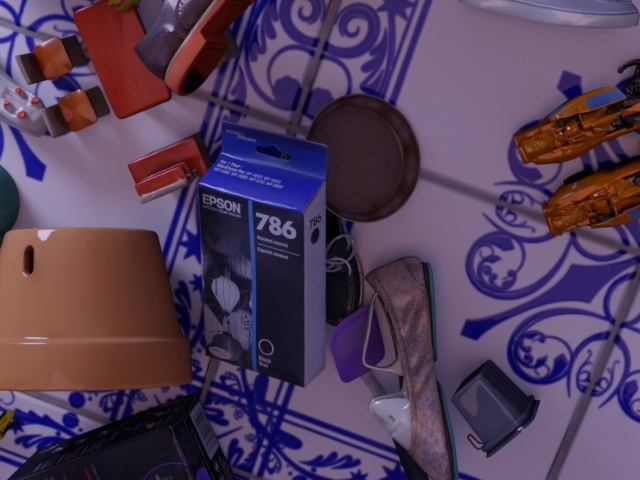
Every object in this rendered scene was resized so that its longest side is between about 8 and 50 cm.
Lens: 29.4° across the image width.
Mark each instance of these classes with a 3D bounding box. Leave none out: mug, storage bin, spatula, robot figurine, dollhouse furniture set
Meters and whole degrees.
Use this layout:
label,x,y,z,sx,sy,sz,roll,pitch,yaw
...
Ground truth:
label,x,y,z,sx,sy,sz,roll,pitch,yaw
mug,-0.479,-0.041,1.672,0.157,0.097,0.129,26,105,1
storage bin,0.225,0.222,1.632,0.098,0.135,0.091,-43,84,15
spatula,0.090,0.232,1.684,0.084,0.030,0.296,-31,105,-25
robot figurine,0.405,-0.120,1.544,0.291,0.085,0.211,-22,100,12
dollhouse furniture set,-0.234,-0.190,1.585,0.262,0.135,0.259,-21,100,12

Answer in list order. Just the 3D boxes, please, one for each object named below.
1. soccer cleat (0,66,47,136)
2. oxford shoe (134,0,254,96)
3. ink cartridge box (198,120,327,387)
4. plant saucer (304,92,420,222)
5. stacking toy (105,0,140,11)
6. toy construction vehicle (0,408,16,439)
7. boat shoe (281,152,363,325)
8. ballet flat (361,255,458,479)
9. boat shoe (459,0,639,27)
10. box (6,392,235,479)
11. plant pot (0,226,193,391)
label,x,y,z,sx,sy,sz,roll,pitch,yaw
soccer cleat,-0.446,-0.208,1.649,0.196,0.076,0.068,40,71,11
oxford shoe,-0.130,-0.310,1.466,0.098,0.097,0.271,38,100,13
ink cartridge box,-0.075,0.021,1.588,0.165,0.065,0.333,15,119,27
plant saucer,0.050,-0.105,1.588,0.168,0.029,0.168,2,86,-24
stacking toy,-0.270,-0.399,1.459,0.052,0.167,0.221,13,94,32
toy construction vehicle,-0.502,0.265,1.785,0.086,0.035,0.098,38,108,-14
boat shoe,0.000,0.000,1.628,0.095,0.079,0.255,-7,102,8
ballet flat,0.111,0.182,1.628,0.106,0.107,0.316,-7,86,-6
boat shoe,0.286,-0.314,1.516,0.227,0.079,0.081,11,109,8
box,-0.277,0.348,1.714,0.270,0.143,0.165,-20,98,12
plant pot,-0.315,0.089,1.605,0.290,0.291,0.204,-2,87,8
